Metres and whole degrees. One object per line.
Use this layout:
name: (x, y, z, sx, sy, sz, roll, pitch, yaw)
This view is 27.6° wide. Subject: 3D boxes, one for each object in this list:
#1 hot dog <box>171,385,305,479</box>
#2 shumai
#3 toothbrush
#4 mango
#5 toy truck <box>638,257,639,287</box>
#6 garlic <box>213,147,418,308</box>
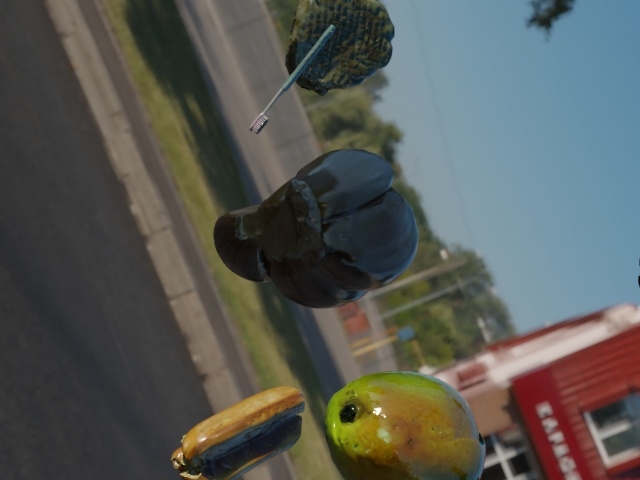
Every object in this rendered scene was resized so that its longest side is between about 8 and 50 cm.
hot dog: (-0.107, 0.260, 1.737, 0.249, 0.068, 0.100, -17, 119, -53)
shumai: (0.000, -0.309, 1.909, 0.142, 0.184, 0.184, 28, -34, 57)
toothbrush: (-0.033, -0.200, 1.624, 0.014, 0.167, 0.011, 39, 2, 30)
mango: (0.080, 0.172, 1.094, 0.233, 0.111, 0.125, 38, 30, -62)
toy truck: (0.477, 0.008, 1.686, 0.074, 0.202, 0.088, 19, -47, 31)
garlic: (0.000, 0.000, 1.429, 0.191, 0.214, 0.160, -18, 79, -47)
